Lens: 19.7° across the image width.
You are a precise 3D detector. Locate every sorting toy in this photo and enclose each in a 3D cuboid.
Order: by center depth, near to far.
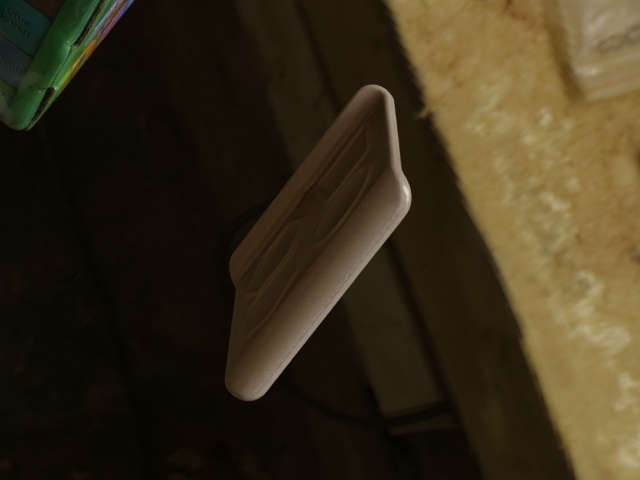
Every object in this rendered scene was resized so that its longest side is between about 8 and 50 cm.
[{"bbox_3d":[0.000,0.000,1.296,0.038,0.208,0.193,33,108,-16],"label":"sorting toy"}]

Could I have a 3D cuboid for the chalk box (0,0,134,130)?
[{"bbox_3d":[-0.163,-0.192,0.965,0.180,0.179,0.289,38,61,-5],"label":"chalk box"}]
